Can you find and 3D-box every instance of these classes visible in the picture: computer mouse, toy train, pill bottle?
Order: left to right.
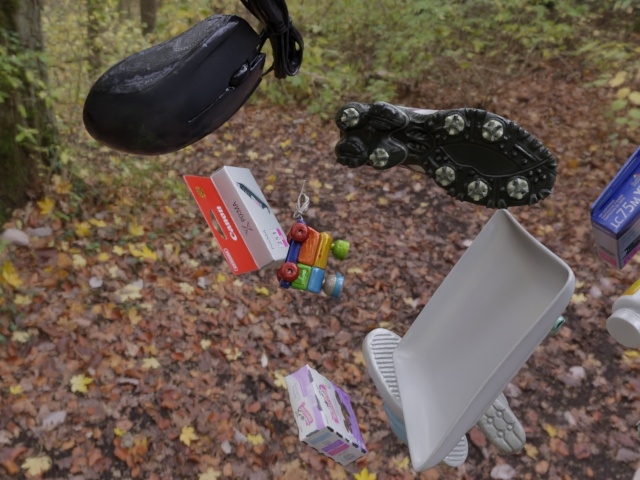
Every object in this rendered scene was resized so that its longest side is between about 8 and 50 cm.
[{"bbox_3d":[-0.131,-0.178,0.645,0.272,0.188,0.072,-35,63,-5],"label":"computer mouse"},{"bbox_3d":[0.000,0.000,1.278,0.144,0.105,0.247,16,79,-6],"label":"toy train"},{"bbox_3d":[0.733,0.142,1.285,0.215,0.117,0.117,-34,53,-20],"label":"pill bottle"}]

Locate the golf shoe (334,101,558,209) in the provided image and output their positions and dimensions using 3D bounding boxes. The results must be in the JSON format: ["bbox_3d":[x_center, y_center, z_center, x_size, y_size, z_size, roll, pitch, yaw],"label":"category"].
[{"bbox_3d":[0.153,-0.119,0.708,0.273,0.105,0.120,20,23,24],"label":"golf shoe"}]

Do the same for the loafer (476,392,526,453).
[{"bbox_3d":[0.387,0.378,1.443,0.112,0.111,0.319,-29,60,2],"label":"loafer"}]

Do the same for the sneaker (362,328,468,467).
[{"bbox_3d":[0.186,0.380,1.371,0.135,0.150,0.365,-31,90,-39],"label":"sneaker"}]

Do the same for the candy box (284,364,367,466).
[{"bbox_3d":[0.012,0.399,1.325,0.070,0.196,0.164,-33,44,11],"label":"candy box"}]

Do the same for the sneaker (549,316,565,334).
[{"bbox_3d":[0.410,0.136,1.069,0.069,0.098,0.038,41,88,26],"label":"sneaker"}]

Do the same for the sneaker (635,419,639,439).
[{"bbox_3d":[0.629,0.344,1.089,0.061,0.152,0.053,-15,42,9],"label":"sneaker"}]

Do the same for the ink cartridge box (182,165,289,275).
[{"bbox_3d":[-0.193,-0.056,1.436,0.275,0.060,0.239,61,20,8],"label":"ink cartridge box"}]

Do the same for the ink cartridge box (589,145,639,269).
[{"bbox_3d":[0.582,-0.066,1.066,0.065,0.185,0.311,42,6,35],"label":"ink cartridge box"}]

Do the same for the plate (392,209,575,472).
[{"bbox_3d":[0.191,0.112,0.725,0.045,0.277,0.277,30,16,-7],"label":"plate"}]
